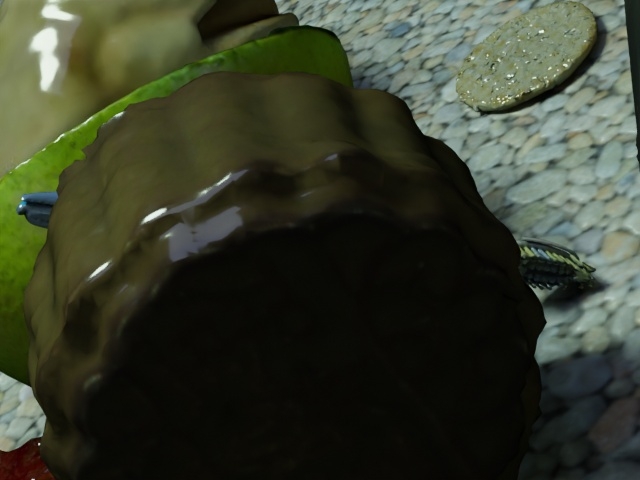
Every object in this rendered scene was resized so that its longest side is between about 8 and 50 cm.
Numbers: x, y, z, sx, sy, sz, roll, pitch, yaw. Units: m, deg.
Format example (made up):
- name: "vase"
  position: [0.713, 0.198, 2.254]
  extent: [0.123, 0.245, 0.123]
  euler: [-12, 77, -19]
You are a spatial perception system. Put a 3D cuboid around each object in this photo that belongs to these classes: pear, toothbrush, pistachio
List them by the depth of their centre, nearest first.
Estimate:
- name: "toothbrush"
  position: [0.000, 0.000, 0.925]
  extent: [0.413, 0.035, 0.042]
  euler: [6, 12, -16]
- name: "pear"
  position: [-0.107, 0.014, 1.069]
  extent: [0.398, 0.165, 0.399]
  euler: [-31, -11, -7]
- name: "pistachio"
  position: [-0.184, -0.160, 1.351]
  extent: [0.365, 0.281, 0.445]
  euler: [-31, 12, 23]

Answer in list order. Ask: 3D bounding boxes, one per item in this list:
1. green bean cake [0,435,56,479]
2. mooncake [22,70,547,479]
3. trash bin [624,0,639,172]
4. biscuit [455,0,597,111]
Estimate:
- name: "green bean cake"
  position: [-0.189, 0.217, 1.015]
  extent: [0.232, 0.097, 0.198]
  euler: [-28, 30, 14]
- name: "mooncake"
  position: [-0.023, 0.067, 0.829]
  extent: [0.324, 0.324, 0.187]
  euler: [-33, 30, 5]
- name: "trash bin"
  position: [0.311, -0.138, 0.904]
  extent: [0.301, 0.203, 0.252]
  euler: [-79, 14, -52]
- name: "biscuit"
  position: [0.194, -0.173, 1.259]
  extent: [0.152, 0.020, 0.152]
  euler: [-26, 32, 18]
